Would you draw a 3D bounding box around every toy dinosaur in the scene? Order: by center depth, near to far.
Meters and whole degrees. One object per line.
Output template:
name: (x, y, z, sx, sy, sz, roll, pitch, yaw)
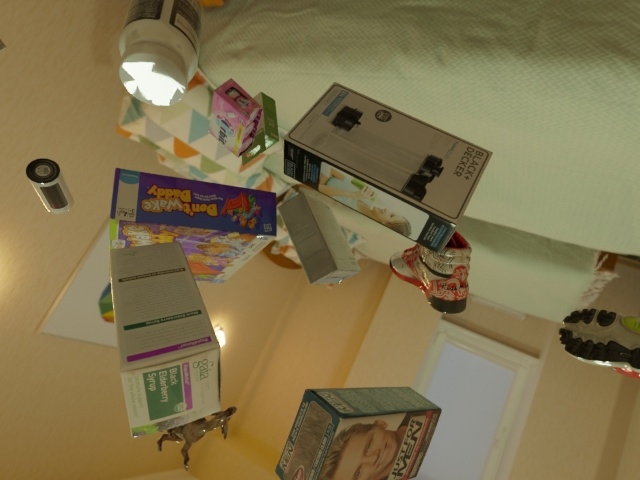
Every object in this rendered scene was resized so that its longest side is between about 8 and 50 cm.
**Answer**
toy dinosaur: (-0.407, 0.597, 1.305, 0.295, 0.127, 0.200, -3, -169, 40)

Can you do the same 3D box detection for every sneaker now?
sneaker: (0.494, 0.163, 0.561, 0.118, 0.107, 0.279, 25, 176, -31)
sneaker: (0.227, 0.030, 0.849, 0.090, 0.145, 0.270, -3, -162, -12)

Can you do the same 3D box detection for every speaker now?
speaker: (-0.530, -0.104, 0.797, 0.055, 0.055, 0.136, 28, 151, -9)

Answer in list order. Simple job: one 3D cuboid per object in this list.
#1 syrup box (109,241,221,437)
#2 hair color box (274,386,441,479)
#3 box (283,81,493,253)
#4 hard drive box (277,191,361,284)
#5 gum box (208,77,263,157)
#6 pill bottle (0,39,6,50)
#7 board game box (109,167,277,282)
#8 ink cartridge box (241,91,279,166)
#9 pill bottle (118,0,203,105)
syrup box: (-0.193, 0.098, 0.485, 0.096, 0.093, 0.237, -8, -149, -25)
hair color box: (0.093, 0.400, 0.819, 0.347, 0.174, 0.105, 18, -178, -42)
box: (0.104, -0.125, 0.652, 0.290, 0.169, 0.087, 30, 151, 12)
hard drive box: (0.000, 0.000, 1.118, 0.181, 0.089, 0.232, 14, -131, -64)
gum box: (-0.218, -0.309, 1.028, 0.107, 0.062, 0.188, 41, 154, -2)
pill bottle: (-0.589, -0.365, 0.576, 0.131, 0.131, 0.229, 15, 143, 40)
board game box: (-0.248, -0.001, 0.728, 0.233, 0.078, 0.347, 6, 160, -26)
ink cartridge box: (-0.185, -0.324, 1.212, 0.109, 0.209, 0.062, -23, 154, 34)
pill bottle: (-0.352, -0.444, 0.897, 0.162, 0.279, 0.162, -3, 149, -2)
